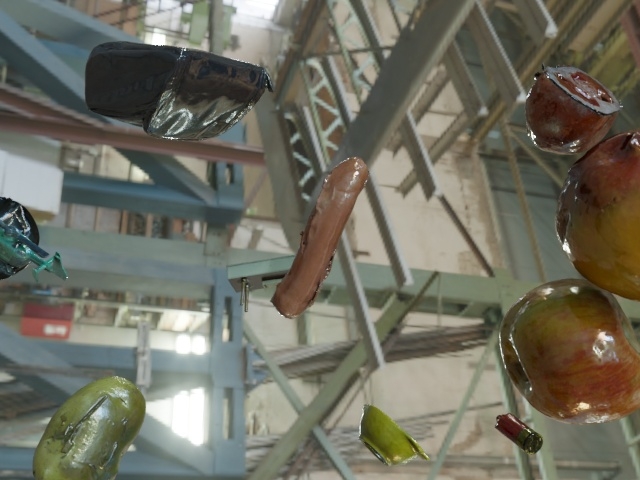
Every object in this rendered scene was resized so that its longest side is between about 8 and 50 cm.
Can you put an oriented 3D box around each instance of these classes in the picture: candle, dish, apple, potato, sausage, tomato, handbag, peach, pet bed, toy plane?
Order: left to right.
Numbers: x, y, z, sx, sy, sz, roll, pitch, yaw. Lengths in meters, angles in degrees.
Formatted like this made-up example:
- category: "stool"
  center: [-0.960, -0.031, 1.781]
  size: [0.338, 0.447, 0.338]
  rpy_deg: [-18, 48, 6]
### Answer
- category: "pet bed"
  center: [-0.738, -0.008, 1.750]
  size: [0.053, 0.201, 0.201]
  rpy_deg: [-5, -103, 54]
- category: "toy plane"
  center: [-0.542, 0.018, 1.399]
  size: [0.060, 0.235, 0.096]
  rpy_deg: [-40, 150, -46]
- category: "potato"
  center: [-0.418, 0.363, 1.407]
  size: [0.248, 0.143, 0.169]
  rpy_deg: [-56, 153, -20]
- category: "handbag"
  center: [-0.280, -0.291, 1.562]
  size: [0.275, 0.302, 0.177]
  rpy_deg: [13, -81, 32]
- category: "sausage"
  center: [-0.001, -0.001, 1.303]
  size: [0.304, 0.078, 0.078]
  rpy_deg: [-66, -159, 14]
- category: "dish"
  center: [0.147, 0.454, 1.738]
  size: [0.208, 0.080, 0.149]
  rpy_deg: [33, -18, 42]
- category: "candle"
  center: [0.427, 0.416, 1.690]
  size: [0.131, 0.052, 0.052]
  rpy_deg: [31, -67, 60]
- category: "tomato"
  center: [0.504, -0.257, 1.594]
  size: [0.181, 0.214, 0.155]
  rpy_deg: [45, -55, 26]
- category: "apple"
  center: [0.499, 0.229, 1.560]
  size: [0.301, 0.302, 0.301]
  rpy_deg: [-173, -90, -73]
- category: "peach"
  center: [0.609, -0.037, 1.401]
  size: [0.289, 0.373, 0.373]
  rpy_deg: [-63, -168, -17]

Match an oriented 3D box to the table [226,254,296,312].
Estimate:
- category: "table"
  center: [-0.122, 0.119, 2.097]
  size: [0.121, 0.240, 0.111]
  rpy_deg: [72, 8, -69]
